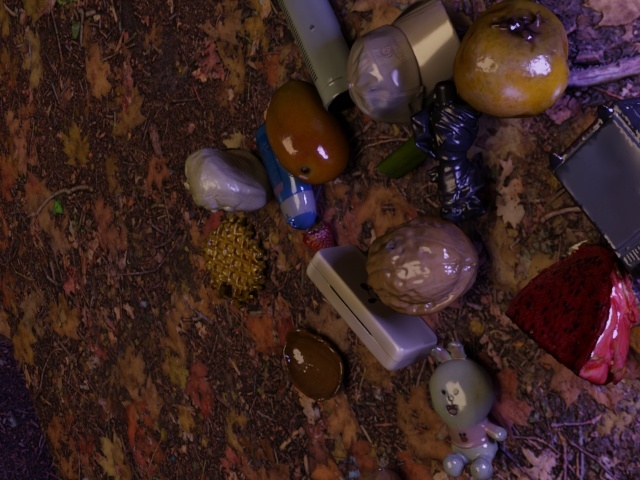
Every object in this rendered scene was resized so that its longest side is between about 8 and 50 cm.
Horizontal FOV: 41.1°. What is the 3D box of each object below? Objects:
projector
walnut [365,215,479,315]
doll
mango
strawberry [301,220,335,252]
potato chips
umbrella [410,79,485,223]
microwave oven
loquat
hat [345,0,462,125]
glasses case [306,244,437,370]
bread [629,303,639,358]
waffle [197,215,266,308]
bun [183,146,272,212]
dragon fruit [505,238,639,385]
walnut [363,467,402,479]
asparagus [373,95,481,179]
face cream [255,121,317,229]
[{"bbox_3d":[-0.004,-0.448,1.875,0.108,0.108,0.337,-36,71,43],"label":"projector"},{"bbox_3d":[0.200,0.051,1.690,0.245,0.198,0.198,-8,91,38],"label":"walnut"},{"bbox_3d":[0.288,0.339,1.713,0.155,0.113,0.275,-16,78,37],"label":"doll"},{"bbox_3d":[-0.037,-0.241,1.894,0.139,0.175,0.254,-44,65,41],"label":"mango"},{"bbox_3d":[0.000,0.000,1.978,0.073,0.073,0.083,-15,109,46],"label":"strawberry"},{"bbox_3d":[-0.013,0.297,2.050,0.202,0.049,0.150,28,111,42],"label":"potato chips"},{"bbox_3d":[0.246,-0.167,1.614,0.122,0.110,0.272,12,125,40],"label":"umbrella"},{"bbox_3d":[0.520,-0.091,1.348,0.247,0.178,0.188,59,134,21],"label":"microwave oven"},{"bbox_3d":[0.339,-0.314,1.481,0.213,0.213,0.213,9,103,45],"label":"loquat"},{"bbox_3d":[0.164,-0.352,1.689,0.275,0.161,0.232,-33,77,40],"label":"hat"},{"bbox_3d":[0.107,0.138,1.841,0.313,0.131,0.070,49,127,29],"label":"glasses case"},{"bbox_3d":[0.565,0.160,1.450,0.110,0.024,0.110,8,100,47],"label":"bread"},{"bbox_3d":[-0.228,0.056,2.232,0.231,0.051,0.228,-42,64,40],"label":"waffle"},{"bbox_3d":[-0.232,-0.137,2.079,0.229,0.229,0.145,51,118,28],"label":"bun"},{"bbox_3d":[0.473,0.122,1.443,0.205,0.152,0.317,-60,14,8],"label":"dragon fruit"},{"bbox_3d":[0.138,0.567,1.904,0.105,0.105,0.124,22,112,42],"label":"walnut"},{"bbox_3d":[0.212,-0.198,1.726,0.067,0.060,0.278,40,133,-9],"label":"asparagus"},{"bbox_3d":[-0.075,-0.150,2.006,0.149,0.083,0.264,136,117,-67],"label":"face cream"}]
